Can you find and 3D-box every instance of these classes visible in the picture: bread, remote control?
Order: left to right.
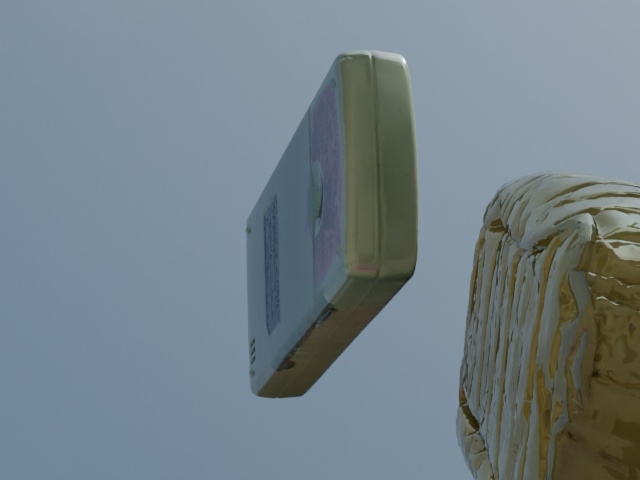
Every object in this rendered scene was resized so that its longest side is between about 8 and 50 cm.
[{"bbox_3d":[0.001,0.000,1.245,0.050,0.344,0.145,2,-106,-12],"label":"remote control"},{"bbox_3d":[0.115,0.046,0.708,0.106,0.236,0.140,8,-84,-3],"label":"bread"}]
